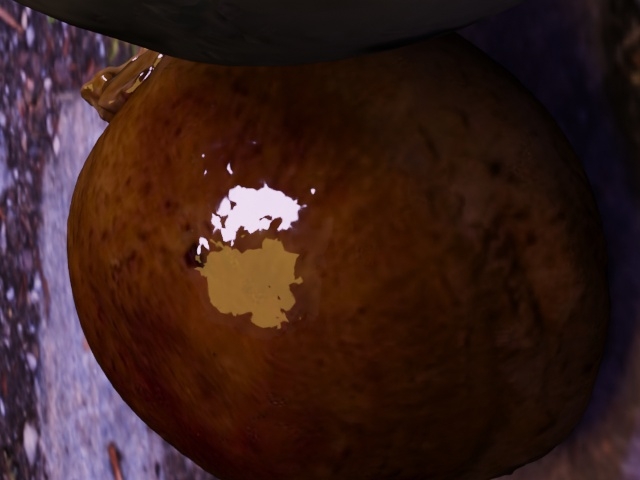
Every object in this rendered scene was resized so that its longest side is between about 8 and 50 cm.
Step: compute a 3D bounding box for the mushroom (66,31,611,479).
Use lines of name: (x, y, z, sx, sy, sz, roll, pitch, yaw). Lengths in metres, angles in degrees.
mushroom: (-0.013, -0.002, 0.862, 0.283, 0.195, 0.263, 56, 144, 30)

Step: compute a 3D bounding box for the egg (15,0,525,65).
egg: (-0.003, -0.235, 0.669, 0.428, 0.345, 0.345, 6, 102, 38)
